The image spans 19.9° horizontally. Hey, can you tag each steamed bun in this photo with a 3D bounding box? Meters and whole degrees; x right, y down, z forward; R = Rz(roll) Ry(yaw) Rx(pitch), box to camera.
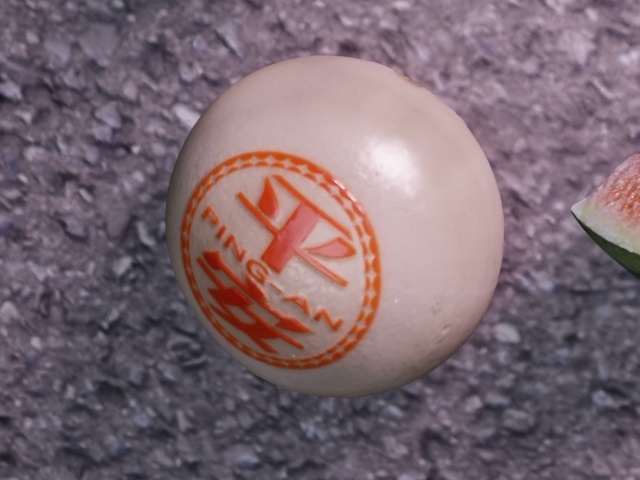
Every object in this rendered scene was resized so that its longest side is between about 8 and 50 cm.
[{"bbox_3d":[0.000,0.000,1.193,0.232,0.145,0.231,8,113,19],"label":"steamed bun"}]

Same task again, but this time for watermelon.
[{"bbox_3d":[0.224,-0.029,1.116,0.098,0.121,0.158,35,117,31],"label":"watermelon"}]
